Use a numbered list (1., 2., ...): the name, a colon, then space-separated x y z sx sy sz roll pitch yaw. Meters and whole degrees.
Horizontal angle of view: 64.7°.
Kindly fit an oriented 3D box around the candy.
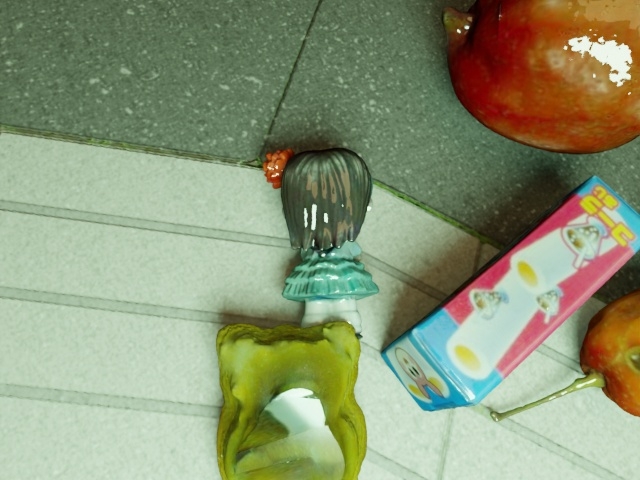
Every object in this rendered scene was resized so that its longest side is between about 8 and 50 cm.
1. candy: 0.223 0.066 0.598 0.306 0.157 0.100 -37 78 -17

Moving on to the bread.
1. bread: -0.031 0.204 0.535 0.161 0.088 0.232 -3 92 3

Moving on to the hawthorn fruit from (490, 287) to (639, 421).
1. hawthorn fruit: 0.347 0.164 0.604 0.286 0.165 0.165 -33 76 13

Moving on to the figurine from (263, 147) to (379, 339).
1. figurine: 0.000 0.000 0.621 0.138 0.110 0.245 -1 78 -5

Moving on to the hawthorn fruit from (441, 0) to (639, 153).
1. hawthorn fruit: 0.336 -0.246 0.671 0.312 0.295 0.294 -13 69 24
